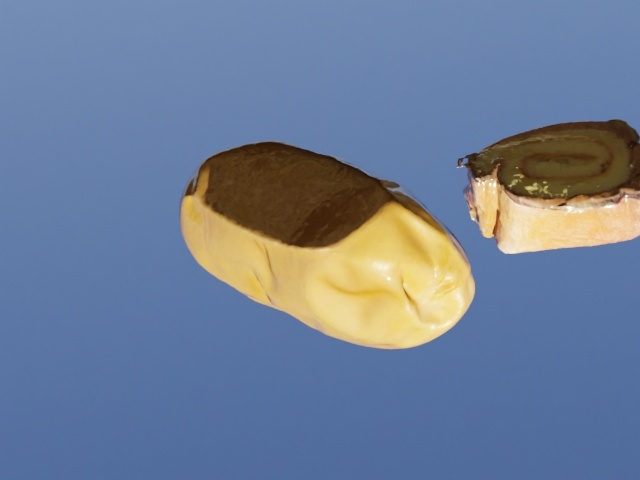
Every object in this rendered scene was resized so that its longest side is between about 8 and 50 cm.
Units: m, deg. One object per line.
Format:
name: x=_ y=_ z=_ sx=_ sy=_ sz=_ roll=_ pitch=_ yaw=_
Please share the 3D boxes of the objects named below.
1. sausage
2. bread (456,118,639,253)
sausage: x=0.000 y=0.000 z=1.102 sx=0.241 sy=0.136 sz=0.120 roll=23 pitch=-112 yaw=40
bread: x=0.299 y=-0.069 z=1.962 sx=0.244 sy=0.123 sz=0.190 roll=-3 pitch=-139 yaw=6
